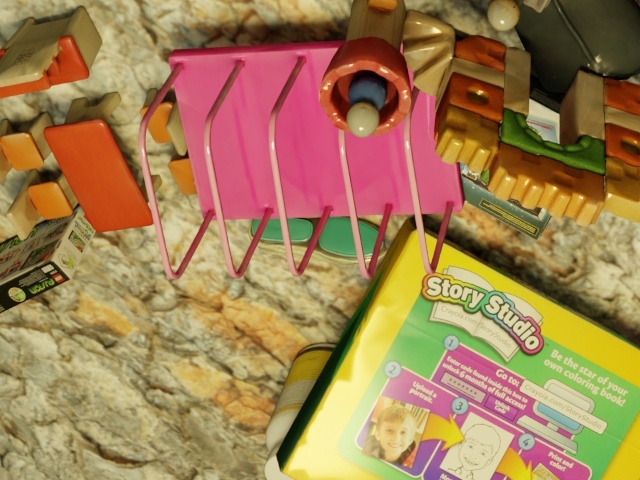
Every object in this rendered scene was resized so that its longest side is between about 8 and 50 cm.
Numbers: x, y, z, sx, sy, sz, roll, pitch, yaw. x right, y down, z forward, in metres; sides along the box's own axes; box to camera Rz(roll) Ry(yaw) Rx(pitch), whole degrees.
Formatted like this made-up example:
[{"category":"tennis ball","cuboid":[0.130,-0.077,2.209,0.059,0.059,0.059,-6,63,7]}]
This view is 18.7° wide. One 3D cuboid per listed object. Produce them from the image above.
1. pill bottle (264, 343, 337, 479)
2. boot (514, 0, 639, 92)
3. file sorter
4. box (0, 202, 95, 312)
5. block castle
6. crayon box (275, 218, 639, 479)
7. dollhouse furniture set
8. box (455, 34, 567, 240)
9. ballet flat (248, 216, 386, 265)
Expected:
[{"category":"pill bottle","cuboid":[-0.007,0.217,2.325,0.103,0.184,0.103,10,132,11]},{"category":"boot","cuboid":[0.282,-0.264,1.888,0.246,0.094,0.207,-25,125,24]},{"category":"file sorter","cuboid":[-0.019,-0.074,1.992,0.290,0.182,0.202,-2,121,15]},{"category":"box","cuboid":[-0.363,0.034,2.338,0.207,0.114,0.036,-24,118,34]},{"category":"block castle","cuboid":[0.245,-0.178,1.763,0.453,0.213,0.303,16,131,-7]},{"category":"crayon box","cuboid":[0.183,0.200,2.192,0.363,0.106,0.313,29,92,-7]},{"category":"dollhouse furniture set","cuboid":[-0.268,-0.114,2.166,0.262,0.135,0.259,-9,125,25]},{"category":"box","cuboid":[0.163,-0.120,2.052,0.233,0.044,0.159,29,132,6]},{"category":"ballet flat","cuboid":[0.000,0.000,2.238,0.168,0.057,0.052,10,155,16]}]
